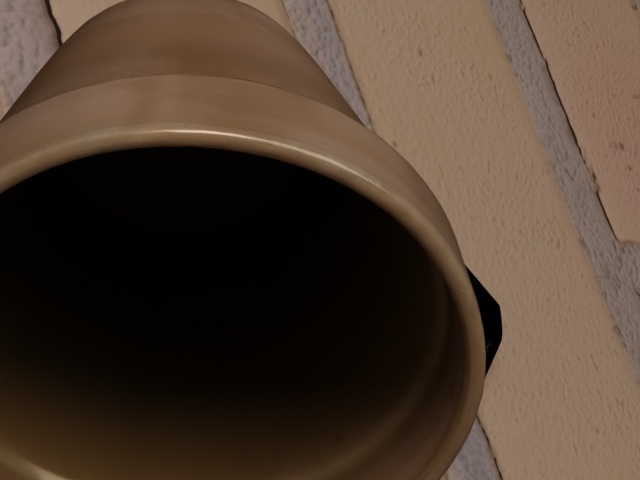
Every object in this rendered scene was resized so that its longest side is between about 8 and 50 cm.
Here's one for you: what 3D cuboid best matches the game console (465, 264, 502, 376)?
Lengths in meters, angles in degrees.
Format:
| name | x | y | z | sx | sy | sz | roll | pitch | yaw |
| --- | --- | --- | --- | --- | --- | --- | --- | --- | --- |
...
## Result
| name | x | y | z | sx | sy | sz | roll | pitch | yaw |
| --- | --- | --- | --- | --- | --- | --- | --- | --- | --- |
| game console | 0.000 | 0.000 | 1.202 | 0.361 | 0.044 | 0.213 | 48 | 38 | -12 |

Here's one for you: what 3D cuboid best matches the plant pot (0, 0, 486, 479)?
| name | x | y | z | sx | sy | sz | roll | pitch | yaw |
| --- | --- | --- | --- | --- | --- | --- | --- | --- | --- |
| plant pot | -0.084 | -0.003 | 0.930 | 0.323 | 0.323 | 0.280 | 35 | 25 | -28 |
